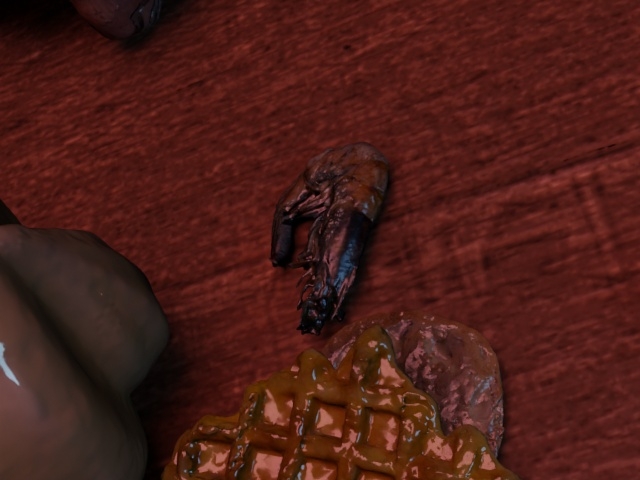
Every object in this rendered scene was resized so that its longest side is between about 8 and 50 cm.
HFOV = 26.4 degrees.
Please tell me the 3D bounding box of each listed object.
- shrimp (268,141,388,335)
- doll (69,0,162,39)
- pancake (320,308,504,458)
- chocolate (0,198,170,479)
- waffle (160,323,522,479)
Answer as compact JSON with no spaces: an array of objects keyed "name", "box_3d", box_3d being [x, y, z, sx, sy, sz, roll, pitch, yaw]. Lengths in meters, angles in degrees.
[{"name":"shrimp","box_3d":[0.000,0.000,0.974,0.091,0.034,0.161,-7,54,35]},{"name":"doll","box_3d":[-0.224,-0.229,1.147,0.303,0.156,0.201,-15,16,40]},{"name":"pancake","box_3d":[0.050,0.115,0.889,0.151,0.025,0.152,-11,59,19]},{"name":"chocolate","box_3d":[-0.258,0.093,0.862,0.297,0.326,0.314,-33,99,8]},{"name":"waffle","box_3d":[0.007,0.188,0.832,0.243,0.059,0.238,-34,65,9]}]
